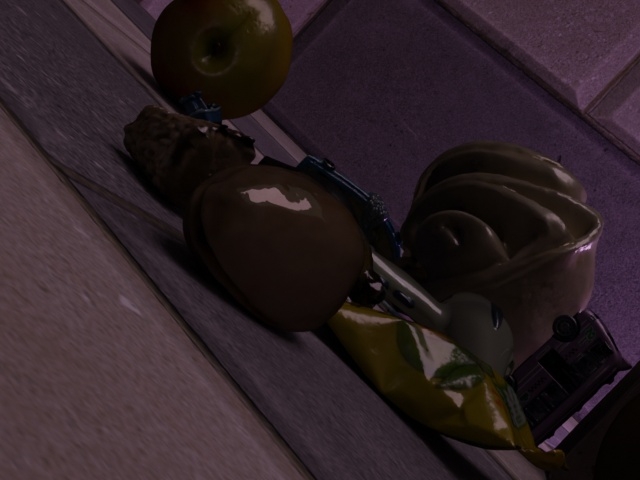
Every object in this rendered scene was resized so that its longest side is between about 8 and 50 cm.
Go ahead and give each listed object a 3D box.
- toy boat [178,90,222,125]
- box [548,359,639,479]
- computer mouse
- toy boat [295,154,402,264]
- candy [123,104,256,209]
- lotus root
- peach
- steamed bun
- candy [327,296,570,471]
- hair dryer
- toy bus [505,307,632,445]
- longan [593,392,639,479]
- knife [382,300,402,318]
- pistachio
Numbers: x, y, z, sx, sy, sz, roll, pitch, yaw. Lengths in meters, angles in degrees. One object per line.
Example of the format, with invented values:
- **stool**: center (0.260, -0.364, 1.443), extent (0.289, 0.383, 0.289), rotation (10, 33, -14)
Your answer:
- **toy boat**: center (-0.161, -0.168, 1.558), extent (0.137, 0.060, 0.061), rotation (-71, 136, -81)
- **box**: center (0.472, 0.269, 1.524), extent (0.225, 0.297, 0.190), rotation (44, 5, 7)
- **computer mouse**: center (-0.002, -0.041, 1.677), extent (0.147, 0.088, 0.264), rotation (42, 2, -42)
- **toy boat**: center (0.045, -0.036, 1.925), extent (0.238, 0.109, 0.098), rotation (40, 25, -8)
- **candy**: center (-0.115, -0.074, 1.018), extent (0.110, 0.085, 0.095), rotation (34, 4, 41)
- **lotus root**: center (0.000, 0.000, 1.282), extent (0.192, 0.088, 0.113), rotation (45, -1, 19)
- **peach**: center (-0.149, -0.294, 1.789), extent (0.231, 0.231, 0.231), rotation (43, 5, -4)
- **steamed bun**: center (0.234, 0.020, 1.772), extent (0.247, 0.352, 0.339), rotation (13, 6, -31)
- **candy**: center (0.101, 0.125, 1.085), extent (0.297, 0.081, 0.187), rotation (33, 1, 17)
- **hair dryer**: center (0.131, 0.112, 1.399), extent (0.298, 0.119, 0.296), rotation (30, 17, -26)
- **toy bus**: center (0.311, 0.185, 1.555), extent (0.108, 0.199, 0.096), rotation (48, 7, 19)
- **longan**: center (0.469, 0.295, 1.253), extent (0.361, 0.361, 0.361), rotation (43, 5, -4)
- **knife**: center (0.114, 0.114, 1.677), extent (0.096, 0.010, 0.027), rotation (44, 3, -18)
- **pistachio**: center (-0.038, 0.002, 0.897), extent (0.108, 0.126, 0.185), rotation (-7, -25, 34)
